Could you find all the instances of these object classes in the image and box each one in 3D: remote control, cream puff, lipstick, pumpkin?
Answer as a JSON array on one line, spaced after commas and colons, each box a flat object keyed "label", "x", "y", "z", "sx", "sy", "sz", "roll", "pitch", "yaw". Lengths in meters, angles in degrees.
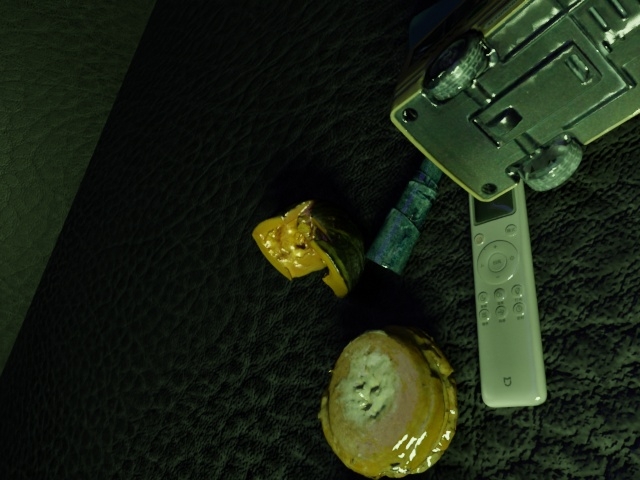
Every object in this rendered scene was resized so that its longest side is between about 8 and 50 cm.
[{"label": "remote control", "x": 0.195, "y": 0.042, "z": 0.578, "sx": 0.067, "sy": 0.029, "sz": 0.261, "roll": -19, "pitch": 58, "yaw": 42}, {"label": "cream puff", "x": 0.077, "y": 0.174, "z": 0.580, "sx": 0.165, "sy": 0.115, "sz": 0.150, "roll": -54, "pitch": 47, "yaw": 1}, {"label": "lipstick", "x": 0.130, "y": -0.072, "z": 0.691, "sx": 0.053, "sy": 0.053, "sz": 0.234, "roll": 26, "pitch": 91, "yaw": 51}, {"label": "pumpkin", "x": 0.000, "y": 0.000, "z": 0.757, "sx": 0.107, "sy": 0.119, "sz": 0.183, "roll": -39, "pitch": 37, "yaw": -26}]

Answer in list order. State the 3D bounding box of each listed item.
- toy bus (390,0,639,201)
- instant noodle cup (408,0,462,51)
[{"label": "toy bus", "x": 0.246, "y": -0.211, "z": 0.498, "sx": 0.365, "sy": 0.177, "sz": 0.202, "roll": -35, "pitch": 27, "yaw": 38}, {"label": "instant noodle cup", "x": 0.188, "y": -0.262, "z": 0.708, "sx": 0.179, "sy": 0.070, "sz": 0.157, "roll": -16, "pitch": 62, "yaw": 43}]
